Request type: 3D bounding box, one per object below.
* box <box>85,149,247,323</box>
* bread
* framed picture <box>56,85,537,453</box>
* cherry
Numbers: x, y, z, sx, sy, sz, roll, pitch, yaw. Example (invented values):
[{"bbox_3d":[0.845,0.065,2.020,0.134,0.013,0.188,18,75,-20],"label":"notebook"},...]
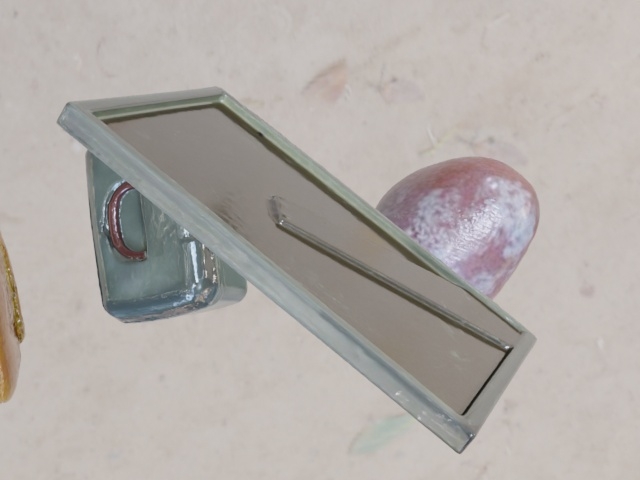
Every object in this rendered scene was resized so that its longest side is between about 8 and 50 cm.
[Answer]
[{"bbox_3d":[-0.168,-0.017,1.293,0.148,0.210,0.129,-12,170,21],"label":"box"},{"bbox_3d":[-0.473,0.087,1.548,0.156,0.204,0.288,-9,121,-13],"label":"bread"},{"bbox_3d":[0.000,0.000,0.732,0.289,0.213,0.016,39,110,9],"label":"framed picture"},{"bbox_3d":[0.170,0.000,1.646,0.213,0.236,0.285,29,128,-25],"label":"cherry"}]
